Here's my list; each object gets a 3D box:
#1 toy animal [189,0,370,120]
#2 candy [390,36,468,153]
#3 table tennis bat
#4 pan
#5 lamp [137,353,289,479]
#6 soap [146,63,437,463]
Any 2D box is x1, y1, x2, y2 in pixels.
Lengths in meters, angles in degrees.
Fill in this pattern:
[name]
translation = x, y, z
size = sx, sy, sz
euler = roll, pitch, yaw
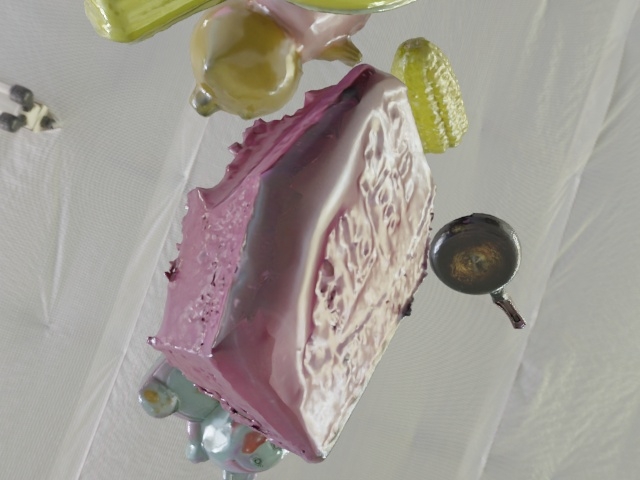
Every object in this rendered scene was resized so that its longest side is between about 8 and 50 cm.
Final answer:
[toy animal]
translation = -0.052, -0.258, 0.577
size = 0.281, 0.169, 0.195
euler = -43, -89, 13
[candy]
translation = 0.148, -0.208, 0.657
size = 0.106, 0.199, 0.094
euler = 8, -108, 25
[table tennis bat]
translation = -0.033, -0.268, 0.420
size = 0.368, 0.054, 0.224
euler = -31, -110, -18
[pan]
translation = 0.221, 0.057, 0.611
size = 0.114, 0.040, 0.212
euler = -23, -62, 29
[lamp]
translation = -0.180, 0.301, 0.898
size = 0.301, 0.247, 0.247
euler = 42, -101, -12
[soap]
translation = 0.000, 0.000, 0.429
size = 0.325, 0.127, 0.220
euler = -55, -49, -35
